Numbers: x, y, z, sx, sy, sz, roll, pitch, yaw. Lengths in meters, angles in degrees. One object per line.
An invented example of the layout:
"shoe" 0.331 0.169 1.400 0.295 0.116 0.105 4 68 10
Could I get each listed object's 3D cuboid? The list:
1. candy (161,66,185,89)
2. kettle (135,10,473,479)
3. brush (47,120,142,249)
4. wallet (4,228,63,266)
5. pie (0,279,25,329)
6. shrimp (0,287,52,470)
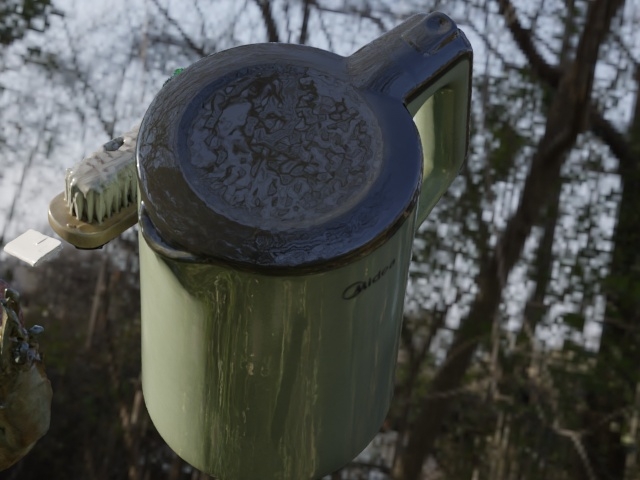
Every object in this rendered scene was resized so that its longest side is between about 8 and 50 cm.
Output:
"candy" -0.144 -0.182 1.847 0.203 0.141 0.078 37 -48 -12
"kettle" 0.000 0.000 1.105 0.250 0.361 0.377 45 -25 23
"brush" -0.120 -0.099 1.173 0.070 0.065 0.327 36 49 23
"wallet" -0.333 0.009 1.447 0.083 0.044 0.011 17 -41 50
"pie" -0.481 0.134 1.739 0.049 0.182 0.182 6 -7 29
"shrimp" -0.441 0.178 1.513 0.246 0.085 0.360 19 -49 -18
